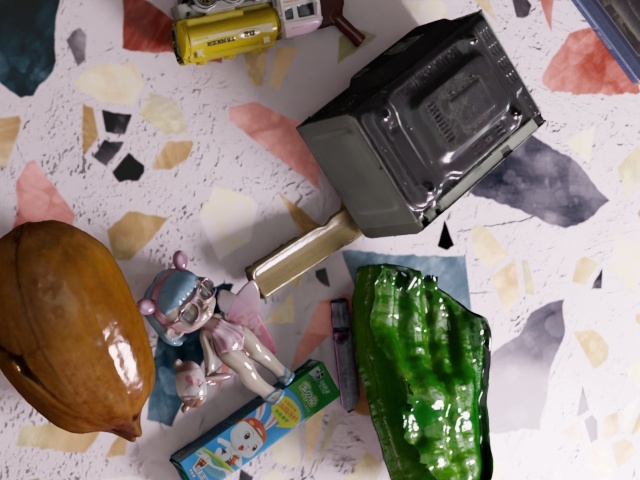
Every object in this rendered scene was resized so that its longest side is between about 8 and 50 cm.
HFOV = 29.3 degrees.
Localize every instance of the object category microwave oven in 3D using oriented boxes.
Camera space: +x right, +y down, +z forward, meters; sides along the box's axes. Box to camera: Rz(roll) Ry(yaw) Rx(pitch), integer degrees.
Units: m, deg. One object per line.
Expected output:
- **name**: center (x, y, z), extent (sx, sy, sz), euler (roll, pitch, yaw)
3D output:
- **microwave oven**: center (0.157, -0.173, 1.825), extent (0.295, 0.181, 0.237), euler (-40, 107, -25)

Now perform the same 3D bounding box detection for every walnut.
- **walnut**: center (-0.328, 0.130, 1.616), extent (0.209, 0.209, 0.336), euler (-33, 105, -21)

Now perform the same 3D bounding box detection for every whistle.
- **whistle**: center (0.038, 0.175, 1.875), extent (0.033, 0.033, 0.176), euler (-9, 94, -24)

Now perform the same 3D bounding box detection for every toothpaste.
- **toothpaste**: center (-0.095, 0.274, 1.806), extent (0.267, 0.050, 0.065), euler (-33, 101, -21)

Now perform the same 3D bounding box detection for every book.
- **book**: center (0.520, -0.430, 2.088), extent (0.191, 0.025, 0.269), euler (-47, 109, -16)

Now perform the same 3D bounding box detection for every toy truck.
- **toy truck**: center (-0.109, -0.323, 1.758), extent (0.227, 0.098, 0.114), euler (-15, 100, -18)

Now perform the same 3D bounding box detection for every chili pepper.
- **chili pepper**: center (0.150, 0.220, 1.864), extent (0.213, 0.167, 0.385), euler (-6, 81, -39)

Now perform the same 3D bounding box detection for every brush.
- **brush**: center (0.000, 0.000, 1.850), extent (0.282, 0.048, 0.054), euler (-33, 107, -28)

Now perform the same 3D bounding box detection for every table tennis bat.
- **table tennis bat**: center (0.009, -0.353, 1.859), extent (0.155, 0.019, 0.098), euler (41, 76, -17)

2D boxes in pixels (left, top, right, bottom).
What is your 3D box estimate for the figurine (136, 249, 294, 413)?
- **figurine**: center (-0.158, 0.153, 1.743), extent (0.260, 0.103, 0.205), euler (43, 69, -19)
